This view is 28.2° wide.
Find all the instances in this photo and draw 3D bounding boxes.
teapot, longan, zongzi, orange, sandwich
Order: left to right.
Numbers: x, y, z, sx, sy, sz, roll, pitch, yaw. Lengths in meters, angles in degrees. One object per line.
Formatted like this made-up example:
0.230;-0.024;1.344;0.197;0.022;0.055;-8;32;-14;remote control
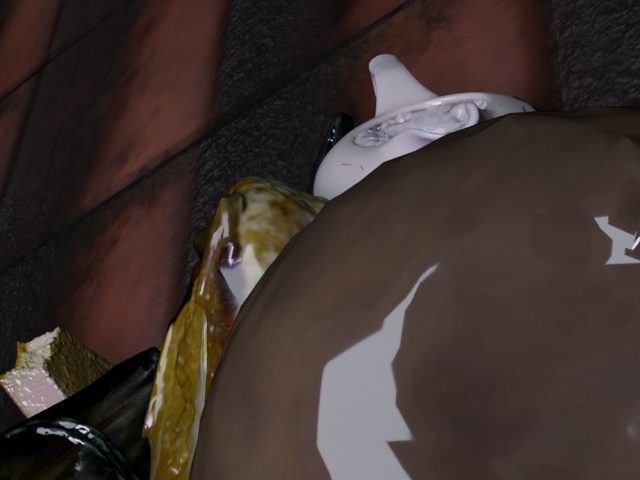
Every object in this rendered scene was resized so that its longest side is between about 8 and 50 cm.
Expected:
-0.278;0.319;1.101;0.362;0.319;0.383;-63;-2;35;zongzi
-0.251;0.174;1.291;0.058;0.162;0.193;-40;35;13;sandwich
-0.022;0.117;0.978;0.369;0.210;0.271;123;157;-58;orange
0.088;-0.072;1.080;0.208;0.166;0.300;-29;27;-1;teapot
0.137;0.129;0.633;0.404;0.404;0.436;-52;33;1;longan

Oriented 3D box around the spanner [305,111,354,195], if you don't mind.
0.000;0.000;1.258;0.095;0.040;0.325;-23;44;38;spanner

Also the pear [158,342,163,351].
-0.111;0.135;1.209;0.107;0.107;0.131;-26;50;35;pear
